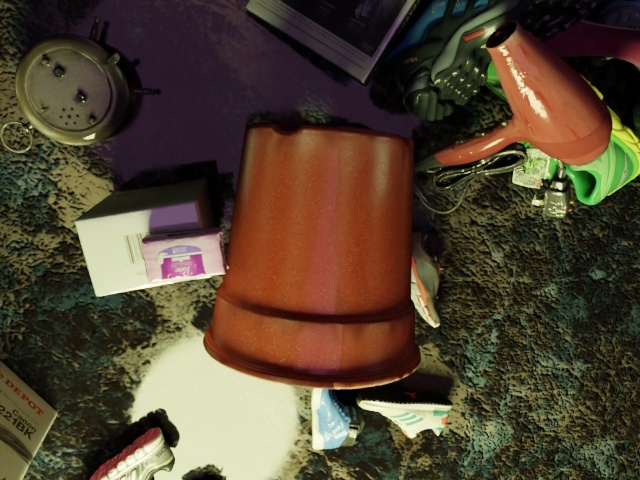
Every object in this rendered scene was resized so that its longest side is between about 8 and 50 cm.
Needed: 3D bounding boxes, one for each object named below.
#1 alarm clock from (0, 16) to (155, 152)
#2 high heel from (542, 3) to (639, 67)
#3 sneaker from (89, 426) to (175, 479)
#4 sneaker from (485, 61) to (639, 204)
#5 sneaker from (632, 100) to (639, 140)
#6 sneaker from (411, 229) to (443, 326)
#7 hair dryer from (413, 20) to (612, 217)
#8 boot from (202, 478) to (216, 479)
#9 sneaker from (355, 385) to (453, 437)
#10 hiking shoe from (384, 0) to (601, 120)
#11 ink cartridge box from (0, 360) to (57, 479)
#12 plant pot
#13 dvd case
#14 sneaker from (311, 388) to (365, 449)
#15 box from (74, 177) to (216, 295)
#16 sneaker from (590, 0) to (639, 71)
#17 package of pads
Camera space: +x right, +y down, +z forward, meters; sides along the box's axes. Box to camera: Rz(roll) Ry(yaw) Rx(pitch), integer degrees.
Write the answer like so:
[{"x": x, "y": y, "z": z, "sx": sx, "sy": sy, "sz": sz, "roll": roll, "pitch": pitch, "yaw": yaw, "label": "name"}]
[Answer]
[{"x": -0.314, "y": -0.171, "z": 0.624, "sx": 0.192, "sy": 0.064, "sz": 0.129, "roll": -35, "pitch": 108, "yaw": 6, "label": "alarm clock"}, {"x": 0.360, "y": -0.218, "z": 0.635, "sx": 0.244, "sy": 0.082, "sz": 0.117, "roll": 48, "pitch": 127, "yaw": 17, "label": "high heel"}, {"x": -0.294, "y": 0.367, "z": 0.783, "sx": 0.170, "sy": 0.063, "sz": 0.075, "roll": -38, "pitch": 102, "yaw": -1, "label": "sneaker"}, {"x": 0.315, "y": -0.150, "z": 0.692, "sx": 0.295, "sy": 0.109, "sz": 0.123, "roll": 35, "pitch": 99, "yaw": -14, "label": "sneaker"}, {"x": 0.617, "y": -0.126, "z": 0.737, "sx": 0.319, "sy": 0.127, "sz": 0.208, "roll": -9, "pitch": 106, "yaw": 5, "label": "sneaker"}, {"x": 0.161, "y": 0.056, "z": 0.760, "sx": 0.065, "sy": 0.061, "sz": 0.158, "roll": -25, "pitch": 109, "yaw": -7, "label": "sneaker"}, {"x": 0.220, "y": -0.117, "z": 0.608, "sx": 0.224, "sy": 0.080, "sz": 0.293, "roll": 2, "pitch": 141, "yaw": 10, "label": "hair dryer"}, {"x": -0.205, "y": 0.453, "z": 0.832, "sx": 0.121, "sy": 0.045, "sz": 0.099, "roll": -20, "pitch": 111, "yaw": -9, "label": "boot"}, {"x": 0.132, "y": 0.283, "z": 0.822, "sx": 0.161, "sy": 0.057, "sz": 0.075, "roll": 8, "pitch": 100, "yaw": -13, "label": "sneaker"}, {"x": 0.202, "y": -0.279, "z": 0.586, "sx": 0.304, "sy": 0.113, "sz": 0.132, "roll": -34, "pitch": 68, "yaw": 20, "label": "hiking shoe"}, {"x": -0.470, "y": 0.253, "z": 0.617, "sx": 0.114, "sy": 0.273, "sz": 0.197, "roll": -37, "pitch": 108, "yaw": 0, "label": "ink cartridge box"}, {"x": 0.000, "y": 0.000, "z": 0.625, "sx": 0.272, "sy": 0.272, "sz": 0.265, "roll": 3, "pitch": 98, "yaw": -9, "label": "plant pot"}, {"x": 0.045, "y": -0.335, "z": 0.609, "sx": 0.179, "sy": 0.029, "sz": 0.238, "roll": 34, "pitch": 101, "yaw": 6, "label": "dvd case"}, {"x": 0.028, "y": 0.263, "z": 0.799, "sx": 0.085, "sy": 0.058, "sz": 0.152, "roll": -2, "pitch": 111, "yaw": -2, "label": "sneaker"}, {"x": -0.200, "y": -0.012, "z": 0.627, "sx": 0.130, "sy": 0.170, "sz": 0.091, "roll": -10, "pitch": 106, "yaw": -5, "label": "box"}, {"x": 0.484, "y": -0.235, "z": 0.666, "sx": 0.262, "sy": 0.104, "sz": 0.125, "roll": 28, "pitch": 103, "yaw": 18, "label": "sneaker"}, {"x": -0.142, "y": 0.015, "z": 0.537, "sx": 0.083, "sy": 0.032, "sz": 0.050, "roll": -7, "pitch": 105, "yaw": -8, "label": "package of pads"}]
